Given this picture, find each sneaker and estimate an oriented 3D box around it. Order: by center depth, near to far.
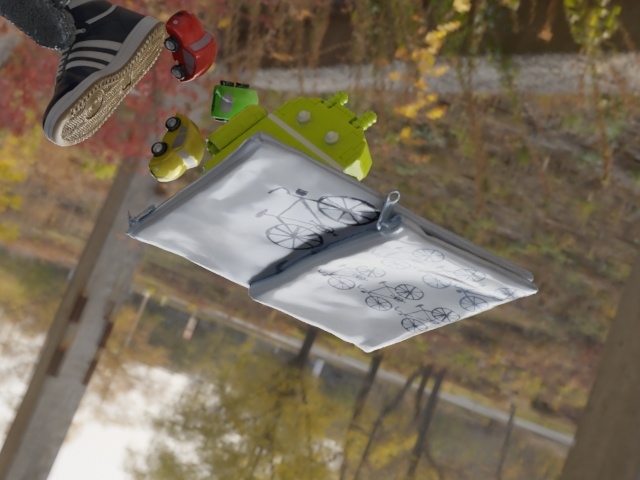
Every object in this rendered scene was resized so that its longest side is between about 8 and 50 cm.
[{"bbox_3d":[-0.353,-0.254,1.543,0.153,0.282,0.099,28,139,5],"label":"sneaker"}]

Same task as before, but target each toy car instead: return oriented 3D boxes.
[{"bbox_3d":[-0.148,-0.200,1.540,0.053,0.239,0.225,16,-167,28],"label":"toy car"}]

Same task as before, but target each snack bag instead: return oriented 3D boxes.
[{"bbox_3d":[-0.002,0.017,1.127,0.343,0.037,0.323,27,152,-23],"label":"snack bag"}]

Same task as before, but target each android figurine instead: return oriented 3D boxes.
[{"bbox_3d":[-0.045,-0.103,1.464,0.248,0.273,0.056,42,165,37],"label":"android figurine"}]

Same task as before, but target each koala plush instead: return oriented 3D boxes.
[{"bbox_3d":[-0.385,-0.416,1.473,0.203,0.196,0.221,31,-152,-27],"label":"koala plush"}]
